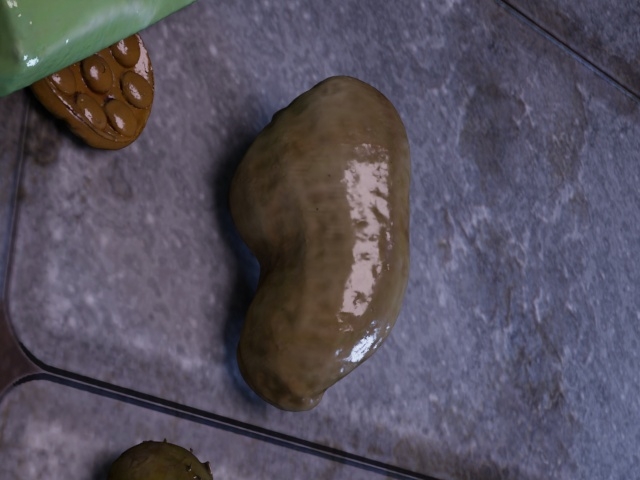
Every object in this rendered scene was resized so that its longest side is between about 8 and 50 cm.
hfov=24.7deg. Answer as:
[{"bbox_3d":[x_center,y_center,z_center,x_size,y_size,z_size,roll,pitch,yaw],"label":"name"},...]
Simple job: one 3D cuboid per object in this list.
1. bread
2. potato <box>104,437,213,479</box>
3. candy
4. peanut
[{"bbox_3d":[-0.156,-0.114,1.002,0.110,0.024,0.110,20,64,-47],"label":"bread"},{"bbox_3d":[-0.093,0.196,0.946,0.091,0.070,0.138,-77,151,-82],"label":"potato"},{"bbox_3d":[-0.145,-0.205,0.958,0.343,0.142,0.132,-38,120,-46],"label":"candy"},{"bbox_3d":[0.000,0.000,1.086,0.122,0.137,0.253,96,-7,-75],"label":"peanut"}]
